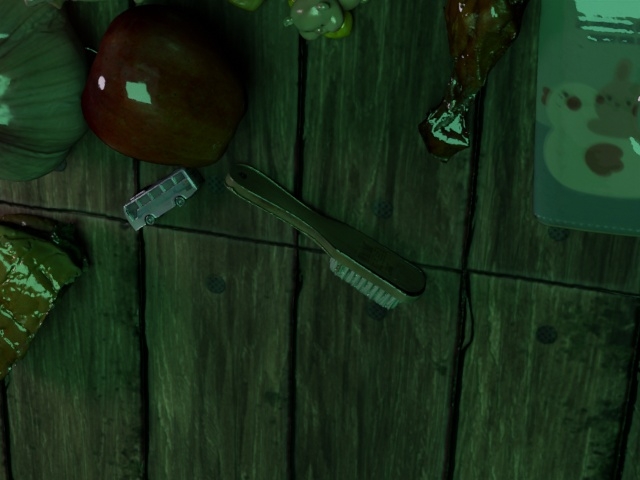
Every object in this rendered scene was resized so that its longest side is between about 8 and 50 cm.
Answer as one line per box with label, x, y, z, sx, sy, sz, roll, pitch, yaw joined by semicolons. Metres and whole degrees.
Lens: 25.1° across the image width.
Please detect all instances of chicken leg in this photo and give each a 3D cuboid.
chicken leg;0.195;-0.233;1.866;0.113;0.093;0.304;41;129;35

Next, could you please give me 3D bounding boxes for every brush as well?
brush;0.000;0.000;2.062;0.327;0.070;0.065;33;130;0

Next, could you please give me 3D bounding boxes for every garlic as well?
garlic;-0.461;-0.226;2.001;0.321;0.241;0.322;-3;125;-4

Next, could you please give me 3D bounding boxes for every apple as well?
apple;-0.213;-0.206;1.932;0.233;0.234;0.234;7;118;13

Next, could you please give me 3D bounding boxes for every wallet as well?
wallet;0.401;-0.178;1.844;0.252;0.083;0.360;8;118;18

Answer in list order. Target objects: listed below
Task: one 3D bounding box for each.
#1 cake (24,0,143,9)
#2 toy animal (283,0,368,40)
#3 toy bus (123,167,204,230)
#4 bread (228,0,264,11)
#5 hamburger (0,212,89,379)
cake;-0.230;-0.457;1.756;0.314;0.307;0.293;-11;111;21
toy animal;0.011;-0.303;1.892;0.114;0.082;0.091;-26;107;25
toy bus;-0.231;-0.064;2.109;0.130;0.037;0.052;-30;102;26
bread;-0.089;-0.360;1.911;0.062;0.049;0.103;26;119;-7
hamburger;-0.502;0.068;2.203;0.211;0.132;0.309;39;121;-8
